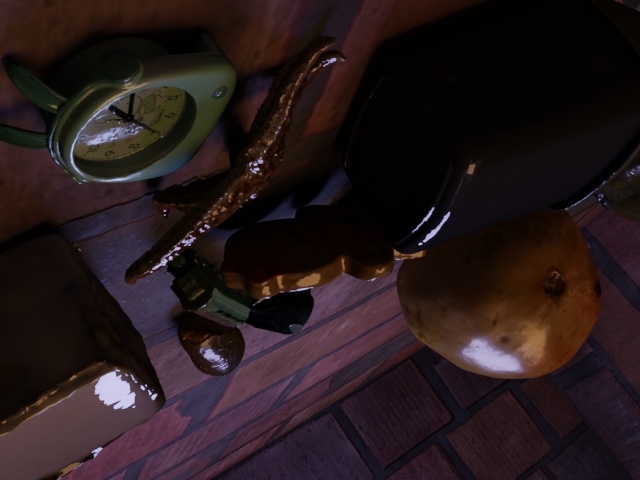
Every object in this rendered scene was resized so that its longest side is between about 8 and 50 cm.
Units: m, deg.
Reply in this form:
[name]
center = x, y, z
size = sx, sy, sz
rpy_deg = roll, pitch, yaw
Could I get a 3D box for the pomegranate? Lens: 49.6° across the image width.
[pomegranate]
center = 0.296, 0.065, 1.179
size = 0.342, 0.342, 0.342
rpy_deg = -32, 163, -11

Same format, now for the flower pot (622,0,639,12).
[flower pot]
center = 0.388, -0.275, 0.646
size = 0.212, 0.212, 0.202
rpy_deg = -34, 178, -5

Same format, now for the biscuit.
[biscuit]
center = 0.000, 0.000, 0.708
size = 0.225, 0.166, 0.036
rpy_deg = -12, 118, -22

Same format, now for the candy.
[candy]
center = -0.232, 0.108, 0.534
size = 0.185, 0.137, 0.195
rpy_deg = -32, 161, -12

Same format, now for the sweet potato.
[sweet potato]
center = -0.134, 0.147, 0.936
size = 0.077, 0.077, 0.243
rpy_deg = -33, 161, -7

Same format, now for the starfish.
[starfish]
center = -0.053, -0.057, 0.483
size = 0.238, 0.057, 0.213
rpy_deg = -26, -154, 57

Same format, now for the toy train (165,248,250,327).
[toy train]
center = -0.116, 0.051, 0.712
size = 0.038, 0.071, 0.148
rpy_deg = -36, 163, 0

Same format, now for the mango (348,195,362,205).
[mango]
center = 0.076, -0.030, 0.852
size = 0.184, 0.085, 0.102
rpy_deg = -30, 169, 17

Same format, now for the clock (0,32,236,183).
[clock]
center = -0.121, -0.078, 0.412
size = 0.135, 0.041, 0.101
rpy_deg = -15, 154, -47

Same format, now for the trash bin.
[trash bin]
center = 0.183, -0.114, 0.670
size = 0.290, 0.182, 0.209
rpy_deg = -21, 160, -24

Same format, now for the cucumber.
[cucumber]
center = -0.063, 0.073, 0.872
size = 0.115, 0.086, 0.193
rpy_deg = -36, 158, 6

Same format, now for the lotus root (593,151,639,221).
[lotus root]
center = 0.690, -0.179, 1.383
size = 0.250, 0.250, 0.346
rpy_deg = -24, 164, -33
